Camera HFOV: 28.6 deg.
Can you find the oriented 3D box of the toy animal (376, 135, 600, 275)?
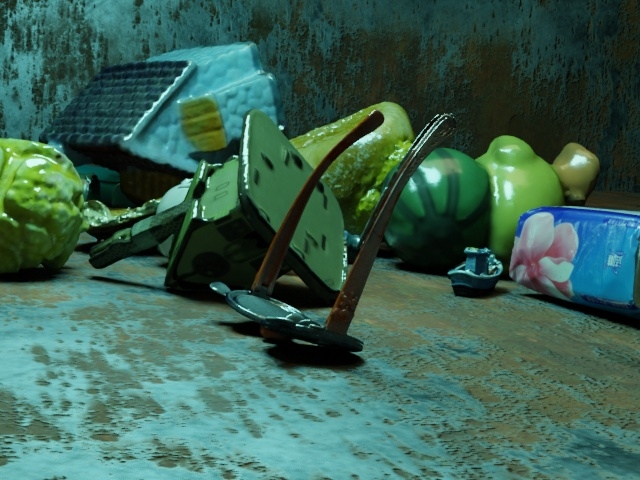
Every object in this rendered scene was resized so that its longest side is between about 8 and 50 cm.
[{"bbox_3d":[0.254,-0.042,1.900,0.338,0.216,0.191,0,34,-17],"label":"toy animal"}]

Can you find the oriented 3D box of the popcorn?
[{"bbox_3d":[-0.378,-0.042,1.554,0.185,0.167,0.187,4,3,-11],"label":"popcorn"}]

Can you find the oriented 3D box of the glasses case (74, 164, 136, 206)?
[{"bbox_3d":[-0.459,-0.117,2.580,0.117,0.070,0.301,-2,11,-43],"label":"glasses case"}]

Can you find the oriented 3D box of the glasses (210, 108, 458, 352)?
[{"bbox_3d":[0.005,-0.023,1.268,0.118,0.268,0.234,22,-2,-21],"label":"glasses"}]

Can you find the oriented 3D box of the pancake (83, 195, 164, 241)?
[{"bbox_3d":[-0.243,-0.057,1.857,0.244,0.057,0.266,-27,-6,27],"label":"pancake"}]

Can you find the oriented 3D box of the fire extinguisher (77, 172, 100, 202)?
[{"bbox_3d":[-0.521,-0.079,2.087,0.294,0.093,0.118,5,48,2],"label":"fire extinguisher"}]

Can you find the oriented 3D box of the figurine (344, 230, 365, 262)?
[{"bbox_3d":[-0.001,0.006,1.890,0.136,0.077,0.079,20,42,1],"label":"figurine"}]

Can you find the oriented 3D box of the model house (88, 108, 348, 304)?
[{"bbox_3d":[-0.133,0.006,1.572,0.278,0.218,0.205,-26,37,24],"label":"model house"}]

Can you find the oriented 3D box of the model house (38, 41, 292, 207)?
[{"bbox_3d":[-0.283,-0.167,2.168,0.339,0.297,0.360,-19,17,-35],"label":"model house"}]

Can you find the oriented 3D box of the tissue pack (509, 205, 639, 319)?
[{"bbox_3d":[0.408,0.030,1.644,0.209,0.137,0.269,1,4,-26],"label":"tissue pack"}]

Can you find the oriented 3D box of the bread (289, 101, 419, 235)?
[{"bbox_3d":[0.053,-0.089,2.025,0.246,0.195,0.176,-21,24,10],"label":"bread"}]

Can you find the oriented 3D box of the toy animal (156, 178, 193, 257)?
[{"bbox_3d":[-0.135,-0.034,1.724,0.179,0.138,0.166,1,-27,-34],"label":"toy animal"}]

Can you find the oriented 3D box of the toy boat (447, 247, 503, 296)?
[{"bbox_3d":[0.213,0.040,1.709,0.060,0.061,0.137,8,7,27],"label":"toy boat"}]
